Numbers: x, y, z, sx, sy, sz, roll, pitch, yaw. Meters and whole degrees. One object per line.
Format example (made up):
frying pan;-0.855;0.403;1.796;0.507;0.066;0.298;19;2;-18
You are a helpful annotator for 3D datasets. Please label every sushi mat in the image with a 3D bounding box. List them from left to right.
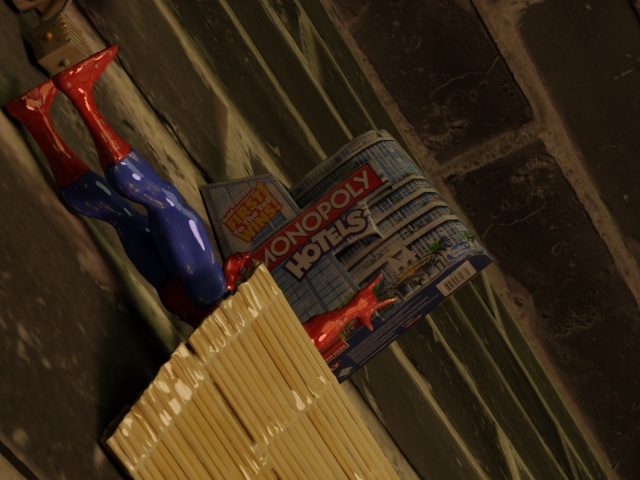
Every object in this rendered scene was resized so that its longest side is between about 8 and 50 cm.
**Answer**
sushi mat;0.001;0.179;0.795;0.151;0.019;0.316;-47;115;-36

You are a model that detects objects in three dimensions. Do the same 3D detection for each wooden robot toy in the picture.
wooden robot toy;-0.172;-0.193;0.920;0.076;0.079;0.173;52;16;-44

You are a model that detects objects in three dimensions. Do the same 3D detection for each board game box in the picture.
board game box;0.000;0.000;1.065;0.194;0.194;0.060;53;4;30

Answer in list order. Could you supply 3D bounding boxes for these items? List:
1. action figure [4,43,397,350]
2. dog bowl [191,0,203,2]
action figure;-0.061;0.003;0.844;0.139;0.091;0.280;-38;105;-41
dog bowl;-0.160;-0.318;0.985;0.349;0.102;0.349;47;3;-3
